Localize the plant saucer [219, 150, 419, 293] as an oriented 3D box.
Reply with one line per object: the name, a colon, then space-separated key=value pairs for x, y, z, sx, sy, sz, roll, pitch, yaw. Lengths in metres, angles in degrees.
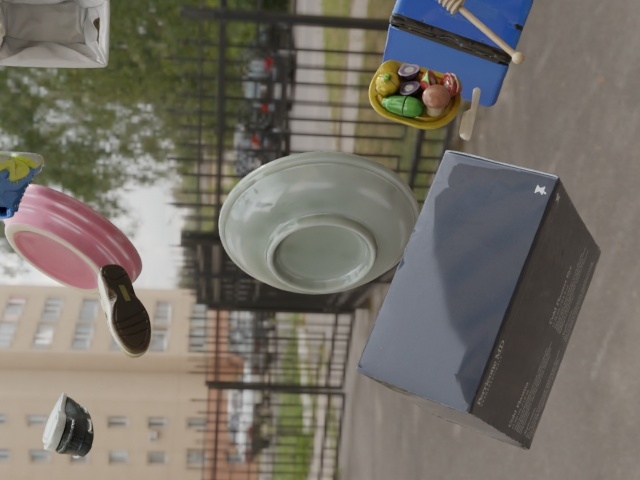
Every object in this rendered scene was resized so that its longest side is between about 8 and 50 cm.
plant saucer: x=0.000 y=0.000 z=1.891 sx=0.401 sy=0.400 sz=0.101 roll=98 pitch=172 yaw=-47

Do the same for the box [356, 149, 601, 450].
box: x=0.245 y=0.095 z=1.407 sx=0.312 sy=0.178 sz=0.343 roll=40 pitch=-109 yaw=-58

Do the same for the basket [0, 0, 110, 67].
basket: x=-0.400 y=-0.320 z=1.419 sx=0.103 sy=0.167 sz=0.113 roll=-131 pitch=43 yaw=-63

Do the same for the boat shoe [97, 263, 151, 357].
boat shoe: x=-0.333 y=0.130 z=1.622 sx=0.072 sy=0.068 sz=0.190 roll=-63 pitch=38 yaw=38

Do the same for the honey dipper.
honey dipper: x=0.235 y=-0.312 z=1.410 sx=0.030 sy=0.160 sz=0.030 roll=-46 pitch=-5 yaw=-5

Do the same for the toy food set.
toy food set: x=0.194 y=-0.281 z=1.799 sx=0.071 sy=0.217 sz=0.128 roll=77 pitch=-146 yaw=-66

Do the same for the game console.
game console: x=0.314 y=-0.485 z=2.241 sx=0.173 sy=0.293 sz=0.250 roll=26 pitch=-95 yaw=-83

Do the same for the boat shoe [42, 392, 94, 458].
boat shoe: x=-0.548 y=0.412 z=2.107 sx=0.114 sy=0.091 sz=0.302 roll=-67 pitch=15 yaw=1

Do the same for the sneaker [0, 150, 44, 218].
sneaker: x=-0.611 y=-0.109 z=1.869 sx=0.240 sy=0.091 sz=0.126 roll=-28 pitch=-58 yaw=-78

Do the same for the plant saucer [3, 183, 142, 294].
plant saucer: x=-0.548 y=0.013 z=2.079 sx=0.332 sy=0.332 sz=0.084 roll=102 pitch=-166 yaw=-62
